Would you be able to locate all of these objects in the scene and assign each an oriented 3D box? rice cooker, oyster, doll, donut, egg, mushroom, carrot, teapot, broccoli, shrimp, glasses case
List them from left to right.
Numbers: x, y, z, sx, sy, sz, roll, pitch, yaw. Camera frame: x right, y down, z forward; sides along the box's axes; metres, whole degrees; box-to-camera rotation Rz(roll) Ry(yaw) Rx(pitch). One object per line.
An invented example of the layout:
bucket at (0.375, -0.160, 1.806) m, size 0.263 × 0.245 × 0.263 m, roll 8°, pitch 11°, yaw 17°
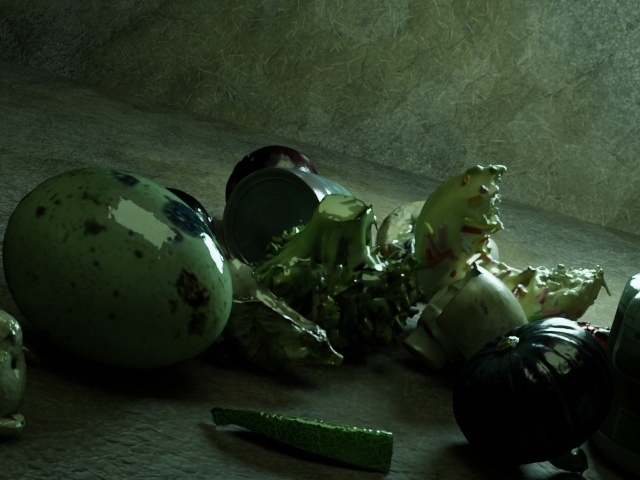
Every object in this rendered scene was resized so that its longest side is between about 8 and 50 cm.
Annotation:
doll at (-0.445, 0.122, 1.522) m, size 0.175 × 0.149 × 0.278 m, roll 31°, pitch 15°, yaw -30°
carrot at (-0.489, 0.137, 1.721) m, size 0.191 × 0.047 × 0.047 m, roll 20°, pitch 15°, yaw 16°
egg at (-0.302, 0.042, 1.753) m, size 0.379 × 0.288 × 0.287 m, roll 16°, pitch 14°, yaw 25°
glasses case at (-0.155, 0.182, 1.888) m, size 0.033 × 0.023 × 0.083 m, roll 11°, pitch 12°, yaw 8°
oyster at (-0.118, 0.119, 1.891) m, size 0.341 × 0.110 × 0.166 m, roll 35°, pitch 14°, yaw 6°
teapot at (0.000, 0.000, 2.406) m, size 0.315 × 0.233 × 0.312 m, roll 50°, pitch 22°, yaw 19°
broccoli at (0.015, 0.076, 2.079) m, size 0.334 × 0.324 × 0.272 m, roll 20°, pitch -28°, yaw 21°
shrimp at (0.184, 0.027, 2.422) m, size 0.168 × 0.077 × 0.317 m, roll 6°, pitch 44°, yaw 21°
mushroom at (0.268, 0.166, 2.067) m, size 0.189 × 0.195 × 0.254 m, roll 42°, pitch -6°, yaw 5°
donut at (0.328, 0.056, 2.229) m, size 0.371 × 0.307 × 0.150 m, roll 46°, pitch 34°, yaw -5°
rice cooker at (0.599, 0.208, 1.854) m, size 0.335 × 0.325 × 0.335 m, roll 13°, pitch 14°, yaw -3°

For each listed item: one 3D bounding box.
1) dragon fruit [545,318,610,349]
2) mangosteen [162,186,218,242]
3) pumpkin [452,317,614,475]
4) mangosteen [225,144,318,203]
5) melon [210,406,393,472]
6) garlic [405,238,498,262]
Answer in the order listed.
dragon fruit at (0.452, 0.207, 2.090) m, size 0.172 × 0.160 × 0.166 m, roll 18°, pitch 38°, yaw 15°
mangosteen at (-0.303, 0.021, 2.068) m, size 0.250 × 0.211 × 0.211 m, roll -18°, pitch 18°, yaw -2°
pumpkin at (0.330, 0.252, 1.740) m, size 0.248 × 0.248 × 0.248 m, roll 12°, pitch 14°, yaw -3°
mangosteen at (-0.087, -0.087, 2.644) m, size 0.265 × 0.228 × 0.228 m, roll 43°, pitch 5°, yaw -20°
melon at (-0.026, 0.263, 1.649) m, size 0.261 × 0.053 × 0.114 m, roll 13°, pitch 7°, yaw -1°
garlic at (0.274, 0.063, 2.533) m, size 0.229 × 0.178 × 0.143 m, roll -4°, pitch 46°, yaw 2°
